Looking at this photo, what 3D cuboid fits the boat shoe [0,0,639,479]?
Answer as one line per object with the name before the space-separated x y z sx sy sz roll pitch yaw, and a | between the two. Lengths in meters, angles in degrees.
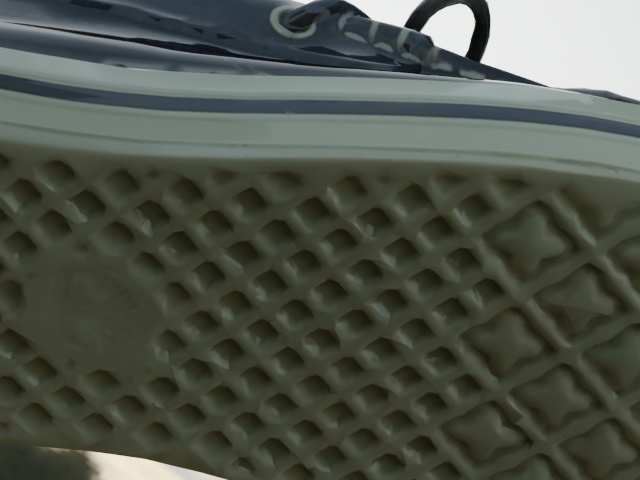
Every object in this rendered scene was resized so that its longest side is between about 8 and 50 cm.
boat shoe | 0.000 0.000 0.641 0.500 0.156 0.187 11 -58 -2
